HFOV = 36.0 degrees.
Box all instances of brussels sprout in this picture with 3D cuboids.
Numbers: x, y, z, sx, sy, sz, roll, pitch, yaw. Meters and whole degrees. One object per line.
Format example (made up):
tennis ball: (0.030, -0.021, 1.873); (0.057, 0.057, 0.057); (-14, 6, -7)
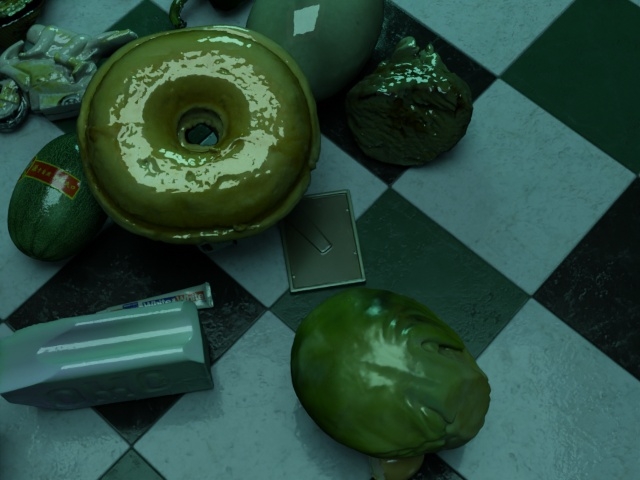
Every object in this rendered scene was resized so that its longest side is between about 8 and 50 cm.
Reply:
brussels sprout: (0.114, 0.213, 1.654); (0.344, 0.268, 0.344); (9, 21, -4)

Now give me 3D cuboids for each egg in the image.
egg: (-0.013, -0.431, 1.990); (0.258, 0.258, 0.352); (31, 72, 14)
egg: (0.133, 0.379, 1.706); (0.096, 0.080, 0.080); (-11, 64, -24)

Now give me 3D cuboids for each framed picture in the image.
framed picture: (0.000, 0.000, 1.919); (0.150, 0.015, 0.203); (-9, 66, -4)

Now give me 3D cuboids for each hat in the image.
hat: (-0.658, -0.442, 2.100); (0.193, 0.082, 0.193); (-17, 29, 10)

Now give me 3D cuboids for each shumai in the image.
shumai: (0.187, -0.285, 1.987); (0.256, 0.189, 0.218); (-1, 46, 17)

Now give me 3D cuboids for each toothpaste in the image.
toothpaste: (-0.312, 0.124, 1.856); (0.218, 0.033, 0.052); (-12, 69, -10)

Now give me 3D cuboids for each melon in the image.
melon: (-0.479, -0.093, 1.873); (0.182, 0.182, 0.287); (23, 66, 11)

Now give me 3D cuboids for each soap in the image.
soap: (-0.372, 0.208, 1.717); (0.347, 0.208, 0.115); (-8, 65, -4)

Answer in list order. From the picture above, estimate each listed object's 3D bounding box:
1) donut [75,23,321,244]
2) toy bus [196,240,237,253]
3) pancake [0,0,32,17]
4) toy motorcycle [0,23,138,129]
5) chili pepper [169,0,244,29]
donut: (-0.219, -0.196, 1.791); (0.449, 0.198, 0.449); (1, 77, -3)
toy bus: (-0.235, -0.068, 1.916); (0.089, 0.087, 0.194); (-28, 69, -2)
pancake: (-0.680, -0.521, 2.099); (0.376, 0.054, 0.197); (-30, 39, -11)
toy motorcycle: (-0.538, -0.355, 2.038); (0.341, 0.108, 0.223); (-12, 71, 2)
chili pepper: (-0.234, -0.570, 2.111); (0.174, 0.165, 0.261); (42, 73, 5)
